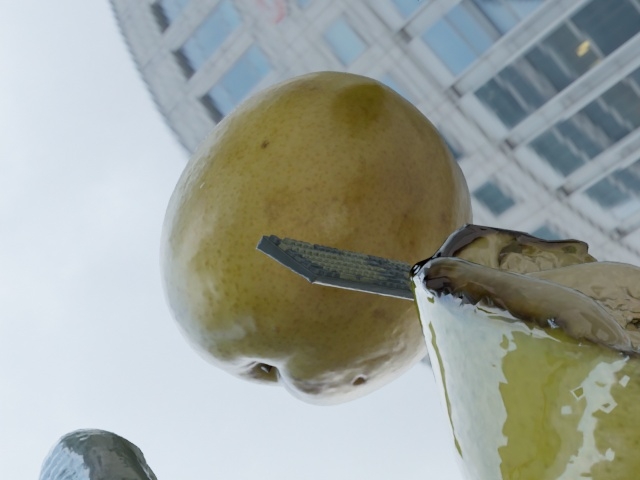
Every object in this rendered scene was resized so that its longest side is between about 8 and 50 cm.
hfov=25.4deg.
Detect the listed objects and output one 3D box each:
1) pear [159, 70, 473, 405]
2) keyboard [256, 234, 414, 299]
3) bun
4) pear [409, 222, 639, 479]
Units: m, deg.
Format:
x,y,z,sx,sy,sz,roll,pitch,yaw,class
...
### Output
x,y,z,sx,sy,sz,roll,pitch,yaw,class
0.000,0.000,1.358,0.314,0.314,0.314,15,-122,-27,pear
0.028,0.023,0.990,0.055,0.014,0.176,35,-166,34,keyboard
-0.159,0.208,1.071,0.083,0.141,0.141,-1,-113,-33,bun
0.160,0.104,0.701,0.267,0.267,0.178,8,-84,-30,pear
